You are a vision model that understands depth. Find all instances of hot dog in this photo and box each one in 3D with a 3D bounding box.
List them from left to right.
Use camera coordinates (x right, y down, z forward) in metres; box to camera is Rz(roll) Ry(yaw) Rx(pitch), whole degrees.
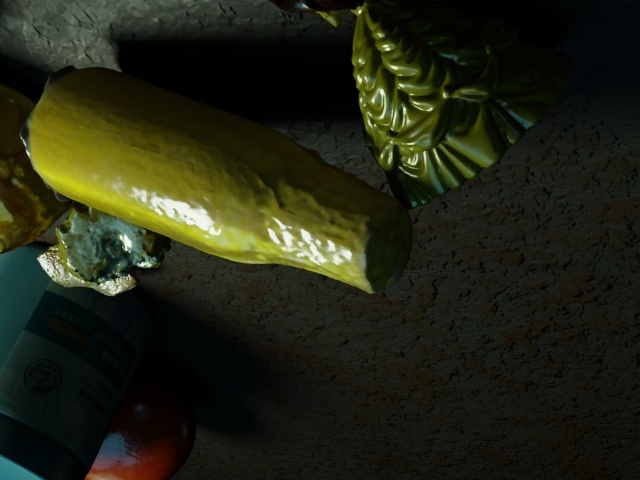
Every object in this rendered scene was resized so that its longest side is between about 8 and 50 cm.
[{"bbox_3d":[-0.363,0.043,1.314,0.169,0.061,0.078,17,106,5],"label":"hot dog"}]

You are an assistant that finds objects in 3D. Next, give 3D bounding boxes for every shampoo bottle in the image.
[{"bbox_3d":[-0.499,0.227,1.410,0.331,0.342,0.331,15,147,10],"label":"shampoo bottle"}]

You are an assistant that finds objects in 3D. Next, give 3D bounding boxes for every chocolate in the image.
[{"bbox_3d":[-0.105,-0.052,0.827,0.445,0.162,0.162,23,153,33],"label":"chocolate"}]

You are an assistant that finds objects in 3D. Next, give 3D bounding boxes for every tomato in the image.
[{"bbox_3d":[-0.396,0.382,1.668,0.299,0.226,0.298,12,168,3],"label":"tomato"}]

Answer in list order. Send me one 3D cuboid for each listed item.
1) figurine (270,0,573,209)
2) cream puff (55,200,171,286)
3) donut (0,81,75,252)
[{"bbox_3d":[0.029,-0.195,0.679,0.315,0.168,0.187,43,154,-16],"label":"figurine"},{"bbox_3d":[-0.283,-0.006,1.136,0.156,0.156,0.121,-31,84,52],"label":"cream puff"},{"bbox_3d":[-0.481,-0.094,1.089,0.330,0.160,0.330,16,144,12],"label":"donut"}]
